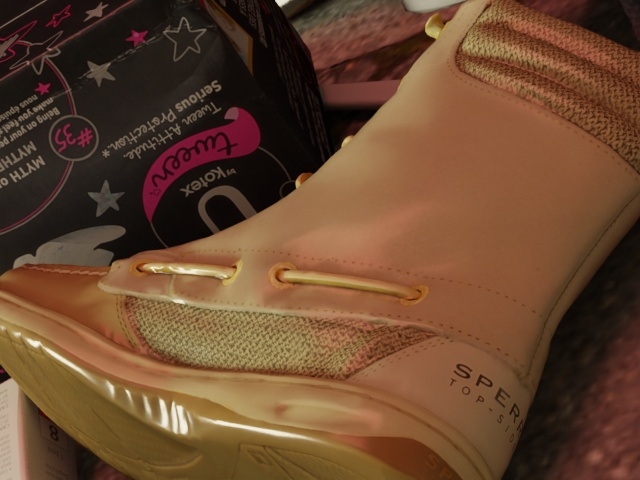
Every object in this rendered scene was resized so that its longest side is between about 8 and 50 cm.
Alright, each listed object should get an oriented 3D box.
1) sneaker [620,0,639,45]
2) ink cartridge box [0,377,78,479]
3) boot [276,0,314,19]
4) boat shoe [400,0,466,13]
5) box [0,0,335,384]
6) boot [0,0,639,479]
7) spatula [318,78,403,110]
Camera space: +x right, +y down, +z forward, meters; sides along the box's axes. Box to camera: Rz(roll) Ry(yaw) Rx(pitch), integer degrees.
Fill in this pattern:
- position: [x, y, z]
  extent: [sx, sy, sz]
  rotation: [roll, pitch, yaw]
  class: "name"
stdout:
- position: [0.189, -0.082, 0.600]
  extent: [0.125, 0.104, 0.262]
  rotation: [-30, 15, -17]
  class: "sneaker"
- position: [-0.160, 0.159, 0.768]
  extent: [0.145, 0.045, 0.179]
  rotation: [-28, 48, 18]
  class: "ink cartridge box"
- position: [-0.001, -0.179, 1.020]
  extent: [0.115, 0.112, 0.305]
  rotation: [-26, 12, -41]
  class: "boot"
- position: [0.154, -0.212, 0.775]
  extent: [0.335, 0.119, 0.121]
  rotation: [-32, 16, -10]
  class: "boat shoe"
- position: [-0.131, -0.036, 0.850]
  extent: [0.247, 0.142, 0.163]
  rotation: [-29, 31, 11]
  class: "box"
- position: [0.000, 0.000, 0.721]
  extent: [0.262, 0.095, 0.203]
  rotation: [8, 55, 47]
  class: "boot"
- position: [-0.032, -0.020, 0.883]
  extent: [0.242, 0.019, 0.168]
  rotation: [4, 49, 47]
  class: "spatula"
